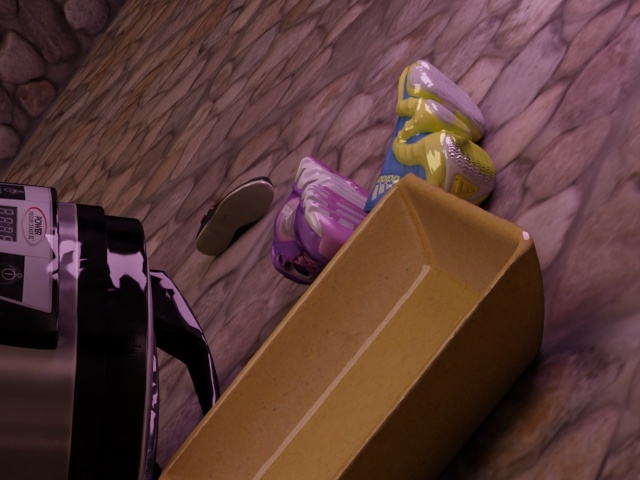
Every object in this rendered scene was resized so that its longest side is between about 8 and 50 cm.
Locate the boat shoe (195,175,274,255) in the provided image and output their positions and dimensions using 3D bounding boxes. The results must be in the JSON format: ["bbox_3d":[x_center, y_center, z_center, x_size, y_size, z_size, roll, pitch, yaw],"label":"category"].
[{"bbox_3d":[-0.098,-0.035,2.117,0.133,0.049,0.042,-44,24,37],"label":"boat shoe"}]

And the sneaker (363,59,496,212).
[{"bbox_3d":[0.080,-0.072,1.633,0.126,0.091,0.240,-46,17,18],"label":"sneaker"}]

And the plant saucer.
[{"bbox_3d":[0.028,0.120,1.363,0.333,0.081,0.333,-51,15,0],"label":"plant saucer"}]

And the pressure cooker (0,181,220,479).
[{"bbox_3d":[-0.297,0.137,1.634,0.375,0.420,0.370,150,124,-77],"label":"pressure cooker"}]

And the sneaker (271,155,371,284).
[{"bbox_3d":[0.000,0.000,1.711,0.104,0.095,0.236,-55,10,9],"label":"sneaker"}]
